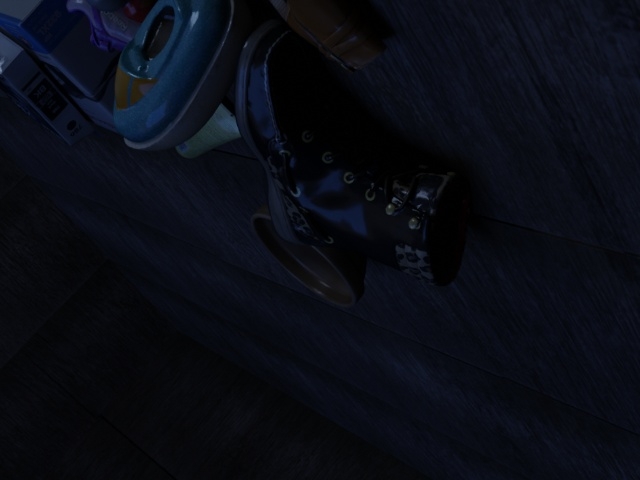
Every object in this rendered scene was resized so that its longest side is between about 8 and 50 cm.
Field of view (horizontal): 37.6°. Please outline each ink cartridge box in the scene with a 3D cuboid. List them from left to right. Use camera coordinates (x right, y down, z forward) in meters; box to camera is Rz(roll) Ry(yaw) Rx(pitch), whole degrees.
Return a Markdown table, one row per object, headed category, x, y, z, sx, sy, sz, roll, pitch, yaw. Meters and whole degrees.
| category | x | y | z | sx | sy | sz | roll | pitch | yaw |
| --- | --- | --- | --- | --- | --- | --- | --- | --- | --- |
| ink cartridge box | -0.528 | -0.274 | 1.703 | 0.165 | 0.065 | 0.332 | 35 | 171 | 23 |
| ink cartridge box | -0.428 | -0.332 | 1.651 | 0.223 | 0.129 | 0.307 | 24 | 163 | 45 |

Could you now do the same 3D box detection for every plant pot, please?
| category | x | y | z | sx | sy | sz | roll | pitch | yaw |
| --- | --- | --- | --- | --- | --- | --- | --- | --- | --- |
| plant pot | 0.000 | 0.000 | 1.639 | 0.237 | 0.109 | 0.237 | 36 | 162 | 14 |

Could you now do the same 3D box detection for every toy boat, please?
| category | x | y | z | sx | sy | sz | roll | pitch | yaw |
| --- | --- | --- | --- | --- | --- | --- | --- | --- | --- |
| toy boat | -0.227 | -0.273 | 1.272 | 0.148 | 0.267 | 0.318 | 18 | -153 | -38 |

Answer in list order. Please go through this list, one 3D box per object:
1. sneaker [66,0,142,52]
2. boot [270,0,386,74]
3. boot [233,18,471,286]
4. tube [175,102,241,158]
| category | x | y | z | sx | sy | sz | roll | pitch | yaw |
| --- | --- | --- | --- | --- | --- | --- | --- | --- | --- |
| sneaker | -0.298 | -0.323 | 1.459 | 0.236 | 0.104 | 0.095 | 44 | -177 | -6 |
| boot | 0.014 | -0.259 | 1.034 | 0.152 | 0.073 | 0.197 | 45 | 175 | -7 |
| boot | 0.046 | -0.102 | 1.242 | 0.284 | 0.138 | 0.377 | 22 | 141 | 29 |
| tube | -0.197 | -0.198 | 1.678 | 0.070 | 0.062 | 0.240 | 0 | 173 | -25 |
